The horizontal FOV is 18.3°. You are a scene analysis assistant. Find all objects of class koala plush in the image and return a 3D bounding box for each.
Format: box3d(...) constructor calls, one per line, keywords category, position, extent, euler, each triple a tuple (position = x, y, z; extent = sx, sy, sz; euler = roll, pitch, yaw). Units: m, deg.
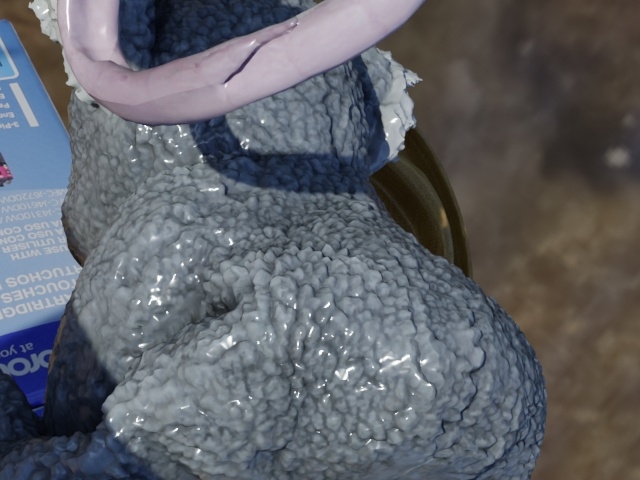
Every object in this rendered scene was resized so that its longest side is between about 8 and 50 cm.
box3d(category="koala plush", position=(-0.028, -0.002, 0.679), extent=(0.196, 0.221, 0.203), euler=(20, 143, -40))

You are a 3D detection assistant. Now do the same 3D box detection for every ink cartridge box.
box3d(category="ink cartridge box", position=(-0.187, 0.091, 1.179), extent=(0.151, 0.395, 0.270), euler=(-16, 136, -19))

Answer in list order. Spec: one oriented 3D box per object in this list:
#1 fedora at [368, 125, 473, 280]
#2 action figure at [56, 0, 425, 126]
box3d(category="fedora", position=(0.000, 0.000, 0.882), extent=(0.194, 0.079, 0.194), euler=(5, 78, -24))
box3d(category="action figure", position=(-0.004, -0.259, 0.481), extent=(0.276, 0.248, 0.370), euler=(50, 40, -37))
